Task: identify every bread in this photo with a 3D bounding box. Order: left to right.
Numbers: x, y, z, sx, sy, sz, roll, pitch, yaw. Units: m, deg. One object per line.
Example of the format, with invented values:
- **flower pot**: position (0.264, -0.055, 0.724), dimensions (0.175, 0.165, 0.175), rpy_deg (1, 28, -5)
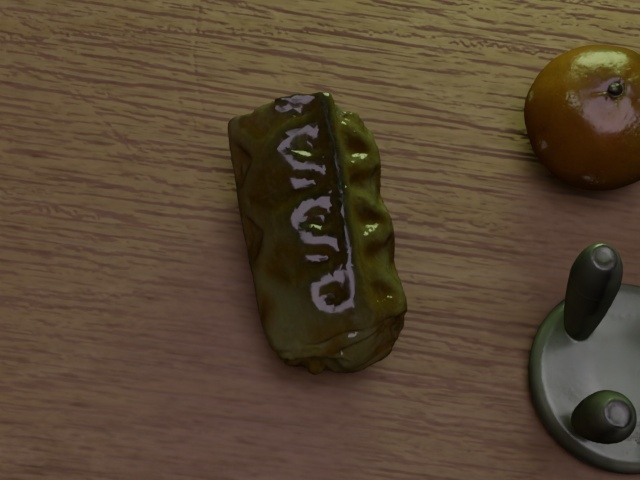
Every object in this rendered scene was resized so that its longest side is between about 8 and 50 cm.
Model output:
- **bread**: position (0.000, 0.000, 1.226), dimensions (0.152, 0.130, 0.268), rpy_deg (-7, 74, -12)

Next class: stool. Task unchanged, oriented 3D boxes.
- **stool**: position (0.311, 0.114, 1.181), dimensions (0.195, 0.199, 0.195), rpy_deg (1, 73, -3)

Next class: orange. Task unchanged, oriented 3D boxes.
- **orange**: position (0.291, -0.130, 1.294), dimensions (0.156, 0.124, 0.156), rpy_deg (3, 72, -8)
